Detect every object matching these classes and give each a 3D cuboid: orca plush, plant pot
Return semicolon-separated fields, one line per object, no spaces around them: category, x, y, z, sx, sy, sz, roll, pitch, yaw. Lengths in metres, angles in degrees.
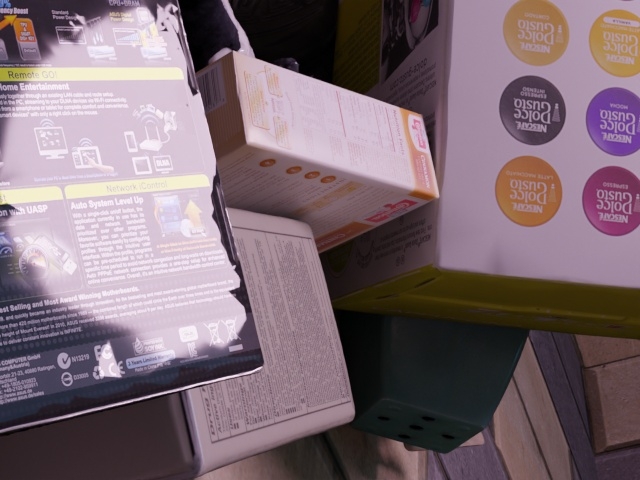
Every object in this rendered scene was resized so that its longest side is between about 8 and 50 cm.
orca plush;-0.094;-0.114;0.974;0.102;0.151;0.287;-63;-172;-19
plant pot;0.112;0.076;1.403;0.165;0.166;0.234;128;-24;-62

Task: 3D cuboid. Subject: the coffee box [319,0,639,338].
coffee box;0.205;-0.100;1.199;0.338;0.338;0.334;153;-58;-73

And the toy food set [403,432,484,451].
toy food set;0.078;0.130;1.523;0.128;0.071;0.218;-7;74;-44

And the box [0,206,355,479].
box;-0.085;0.062;0.834;0.311;0.121;0.148;13;64;-74

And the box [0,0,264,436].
box;-0.154;-0.027;0.560;0.270;0.060;0.216;-9;82;-49

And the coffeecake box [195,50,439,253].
coffeecake box;-0.035;-0.049;0.969;0.185;0.142;0.068;13;60;-46

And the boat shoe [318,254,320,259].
boat shoe;0.000;0.000;1.393;0.125;0.046;0.038;27;54;-60

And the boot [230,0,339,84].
boot;0.055;-0.212;1.581;0.445;0.146;0.367;50;40;-48
